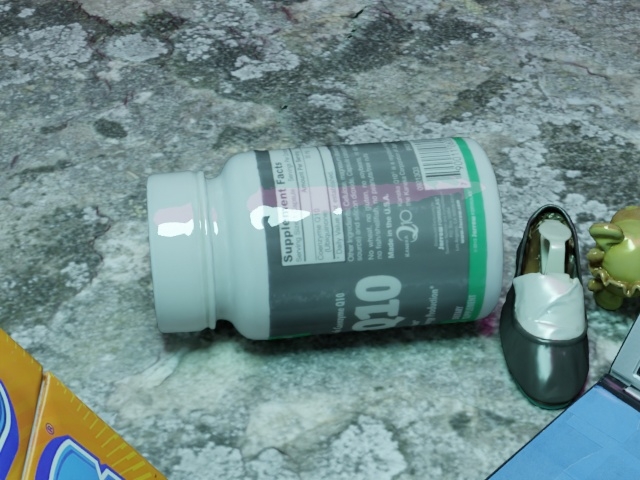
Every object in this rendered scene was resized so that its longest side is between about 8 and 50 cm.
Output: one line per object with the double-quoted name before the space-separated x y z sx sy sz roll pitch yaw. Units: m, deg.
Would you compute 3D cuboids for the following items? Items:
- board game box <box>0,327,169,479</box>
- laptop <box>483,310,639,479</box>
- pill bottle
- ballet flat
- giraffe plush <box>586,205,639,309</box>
"board game box" -0.315 0.266 0.656 0.356 0.356 0.357 -29 32 18
"laptop" 0.394 0.168 1.009 0.382 0.408 0.236 33 14 33
"pill bottle" 0.000 0.000 1.255 0.360 0.204 0.204 -5 37 -6
"ballet flat" 0.245 0.056 1.271 0.095 0.096 0.280 4 37 4
"giraffe plush" 0.382 0.019 1.274 0.170 0.182 0.210 0 18 19
